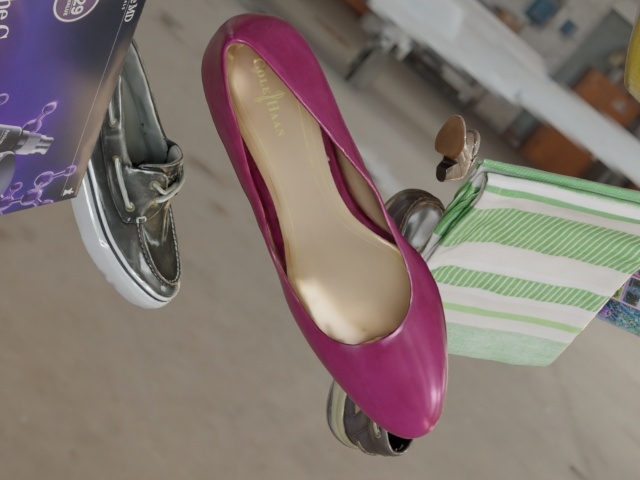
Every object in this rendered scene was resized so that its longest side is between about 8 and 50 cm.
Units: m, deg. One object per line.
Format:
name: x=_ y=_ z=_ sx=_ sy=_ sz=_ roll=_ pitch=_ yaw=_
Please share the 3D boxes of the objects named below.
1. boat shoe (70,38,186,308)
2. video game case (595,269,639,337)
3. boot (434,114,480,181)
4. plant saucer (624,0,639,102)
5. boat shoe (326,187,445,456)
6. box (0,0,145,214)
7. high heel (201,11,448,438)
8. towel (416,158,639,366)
boat shoe: x=-0.211 y=-0.076 z=1.877 sx=0.121 sy=0.119 sz=0.335 roll=-57 pitch=132 yaw=-57
video game case: x=0.378 y=0.030 z=2.069 sx=0.143 sy=0.157 sz=0.019 roll=25 pitch=23 yaw=19
boot: x=0.193 y=-0.134 z=2.304 sx=0.042 sy=0.118 sz=0.087 roll=30 pitch=38 yaw=20
plant saucer: x=0.461 y=-0.145 z=1.918 sx=0.333 sy=0.081 sz=0.333 roll=45 pitch=21 yaw=-3
boat shoe: x=0.115 y=0.113 z=2.161 sx=0.132 sy=0.355 sz=0.130 roll=1 pitch=15 yaw=-41
box: x=-0.248 y=-0.135 z=1.251 sx=0.184 sy=0.261 sz=0.103 roll=-19 pitch=58 yaw=-39
high heel: x=0.000 y=0.000 z=1.344 sx=0.377 sy=0.127 sz=0.181 roll=64 pitch=11 yaw=-3
towel: x=0.209 y=0.036 z=1.770 sx=0.248 sy=0.325 sz=0.038 roll=10 pitch=53 yaw=-19
